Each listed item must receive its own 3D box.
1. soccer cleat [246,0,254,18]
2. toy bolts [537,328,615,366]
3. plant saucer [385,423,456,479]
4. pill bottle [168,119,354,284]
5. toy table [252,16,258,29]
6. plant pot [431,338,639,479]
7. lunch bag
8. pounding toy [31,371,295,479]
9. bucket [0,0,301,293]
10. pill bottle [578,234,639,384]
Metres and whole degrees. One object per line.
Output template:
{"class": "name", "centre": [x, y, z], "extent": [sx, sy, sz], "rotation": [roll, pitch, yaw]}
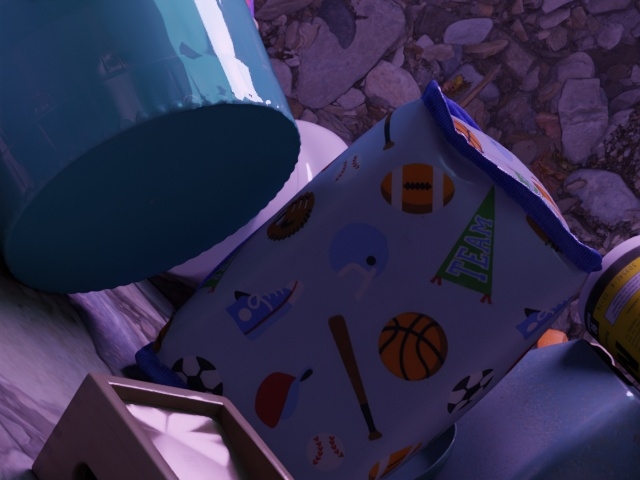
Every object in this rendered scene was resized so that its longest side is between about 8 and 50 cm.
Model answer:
{"class": "soccer cleat", "centre": [-0.120, -0.159, 1.901], "extent": [0.109, 0.318, 0.116], "rotation": [21, 35, 24]}
{"class": "toy bolts", "centre": [0.250, 0.213, 1.914], "extent": [0.218, 0.159, 0.228], "rotation": [13, 72, -71]}
{"class": "plant saucer", "centre": [0.073, 0.200, 1.533], "extent": [0.021, 0.119, 0.119], "rotation": [62, 0, -20]}
{"class": "pill bottle", "centre": [0.000, 0.000, 1.715], "extent": [0.363, 0.210, 0.210], "rotation": [23, 20, -47]}
{"class": "toy table", "centre": [-0.191, -0.147, 1.707], "extent": [0.161, 0.252, 0.274], "rotation": [28, 3, 32]}
{"class": "plant pot", "centre": [0.222, 0.239, 1.561], "extent": [0.247, 0.252, 0.248], "rotation": [41, 6, -19]}
{"class": "lunch bag", "centre": [0.053, 0.048, 1.437], "extent": [0.239, 0.328, 0.385], "rotation": [50, 8, 7]}
{"class": "pounding toy", "centre": [-0.092, 0.147, 0.983], "extent": [0.130, 0.100, 0.141], "rotation": [17, 22, -45]}
{"class": "bucket", "centre": [-0.160, -0.098, 1.284], "extent": [0.183, 0.281, 0.281], "rotation": [63, 13, 23]}
{"class": "pill bottle", "centre": [0.335, 0.096, 1.511], "extent": [0.119, 0.119, 0.208], "rotation": [37, 9, -47]}
